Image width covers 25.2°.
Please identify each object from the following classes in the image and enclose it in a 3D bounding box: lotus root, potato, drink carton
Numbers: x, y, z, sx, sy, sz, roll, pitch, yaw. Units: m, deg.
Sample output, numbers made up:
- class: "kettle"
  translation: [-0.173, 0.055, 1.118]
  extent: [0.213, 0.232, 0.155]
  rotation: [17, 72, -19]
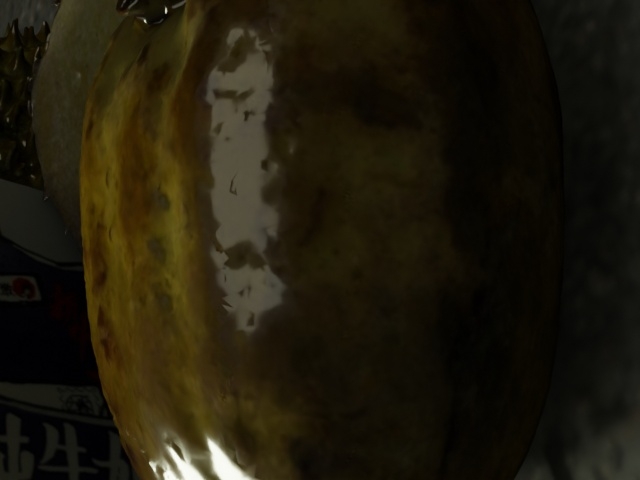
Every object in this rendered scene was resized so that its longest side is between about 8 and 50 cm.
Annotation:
- class: "lotus root"
  translation: [0.000, 0.000, 0.467]
  extent: [0.169, 0.141, 0.314]
  rotation: [-14, 74, 55]
- class: "potato"
  translation: [-0.062, -0.035, 0.633]
  extent: [0.101, 0.089, 0.172]
  rotation: [-21, 79, 44]
- class: "drink carton"
  translation: [-0.131, 0.089, 0.618]
  extent: [0.102, 0.134, 0.222]
  rotation: [-45, 43, 39]

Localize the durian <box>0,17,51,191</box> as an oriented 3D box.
- class: "durian"
  translation: [-0.206, -0.051, 0.813]
  extent: [0.139, 0.144, 0.252]
  rotation: [95, 167, -47]
